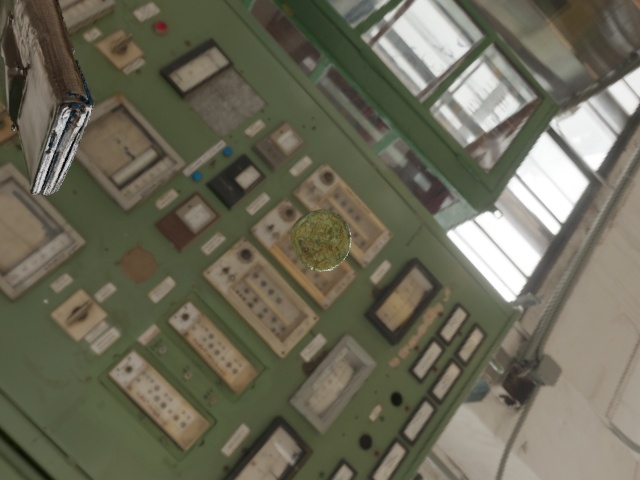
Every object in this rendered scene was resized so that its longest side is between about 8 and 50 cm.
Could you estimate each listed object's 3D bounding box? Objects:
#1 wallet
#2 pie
[{"bbox_3d":[-0.267,-0.165,0.540,0.042,0.230,0.124,-3,145,-44],"label":"wallet"},{"bbox_3d":[0.002,0.000,0.772,0.084,0.084,0.021,-44,179,-6],"label":"pie"}]
